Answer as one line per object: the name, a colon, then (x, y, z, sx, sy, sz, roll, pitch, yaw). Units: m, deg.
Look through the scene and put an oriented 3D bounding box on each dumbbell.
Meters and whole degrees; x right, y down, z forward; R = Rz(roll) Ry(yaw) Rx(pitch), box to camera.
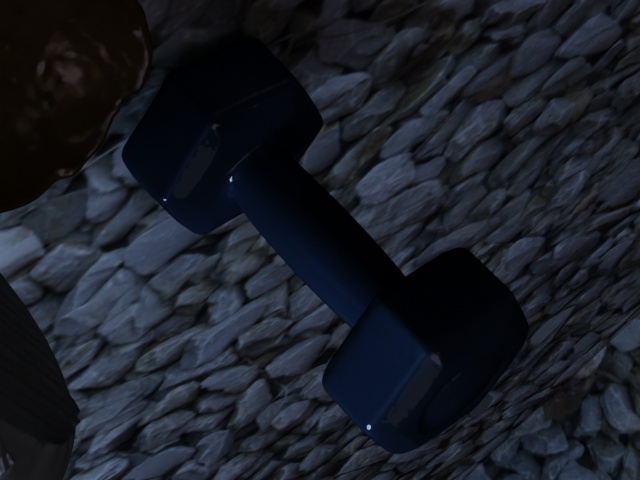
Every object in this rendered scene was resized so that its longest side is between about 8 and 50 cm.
dumbbell: (0.000, 0.000, 1.069, 0.144, 0.325, 0.160, -9, 140, -53)

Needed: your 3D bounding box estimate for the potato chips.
potato chips: (-0.198, -0.106, 0.917, 0.208, 0.062, 0.195, -37, 150, -34)

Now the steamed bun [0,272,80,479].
steamed bun: (-0.325, 0.118, 0.892, 0.309, 0.309, 0.309, -30, 156, -15)
